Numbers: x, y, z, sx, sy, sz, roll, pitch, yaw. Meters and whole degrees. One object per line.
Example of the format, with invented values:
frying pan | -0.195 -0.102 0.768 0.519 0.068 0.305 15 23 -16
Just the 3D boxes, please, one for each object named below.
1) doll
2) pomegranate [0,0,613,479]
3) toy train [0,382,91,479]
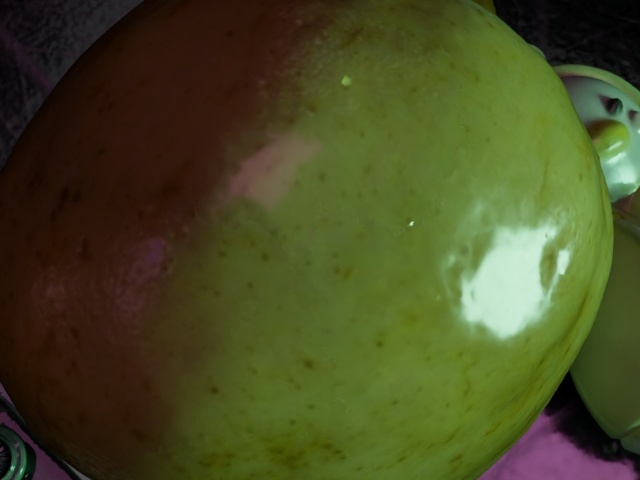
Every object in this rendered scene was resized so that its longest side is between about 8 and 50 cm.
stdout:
doll | 0.179 0.009 0.598 0.141 0.117 0.296 -27 78 -7
pomegranate | -0.014 0.010 0.514 0.307 0.307 0.307 0 77 2
toy train | -0.124 0.135 0.610 0.170 0.071 0.111 42 73 11
